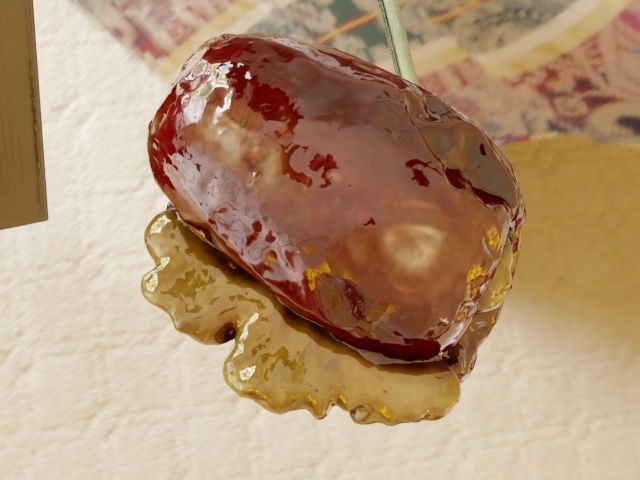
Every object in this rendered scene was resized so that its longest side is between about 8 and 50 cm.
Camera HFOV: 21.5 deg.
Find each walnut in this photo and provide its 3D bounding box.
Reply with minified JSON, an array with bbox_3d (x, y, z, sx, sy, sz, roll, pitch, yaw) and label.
[{"bbox_3d":[0.000,0.000,1.154,0.269,0.222,0.244,26,80,10],"label":"walnut"}]

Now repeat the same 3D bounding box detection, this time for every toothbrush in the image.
[{"bbox_3d":[0.087,-0.075,1.418,0.028,0.026,0.294,-3,79,-41],"label":"toothbrush"}]

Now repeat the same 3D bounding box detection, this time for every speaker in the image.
[{"bbox_3d":[-0.329,-0.124,1.349,0.192,0.153,0.231,-14,106,-42],"label":"speaker"}]
